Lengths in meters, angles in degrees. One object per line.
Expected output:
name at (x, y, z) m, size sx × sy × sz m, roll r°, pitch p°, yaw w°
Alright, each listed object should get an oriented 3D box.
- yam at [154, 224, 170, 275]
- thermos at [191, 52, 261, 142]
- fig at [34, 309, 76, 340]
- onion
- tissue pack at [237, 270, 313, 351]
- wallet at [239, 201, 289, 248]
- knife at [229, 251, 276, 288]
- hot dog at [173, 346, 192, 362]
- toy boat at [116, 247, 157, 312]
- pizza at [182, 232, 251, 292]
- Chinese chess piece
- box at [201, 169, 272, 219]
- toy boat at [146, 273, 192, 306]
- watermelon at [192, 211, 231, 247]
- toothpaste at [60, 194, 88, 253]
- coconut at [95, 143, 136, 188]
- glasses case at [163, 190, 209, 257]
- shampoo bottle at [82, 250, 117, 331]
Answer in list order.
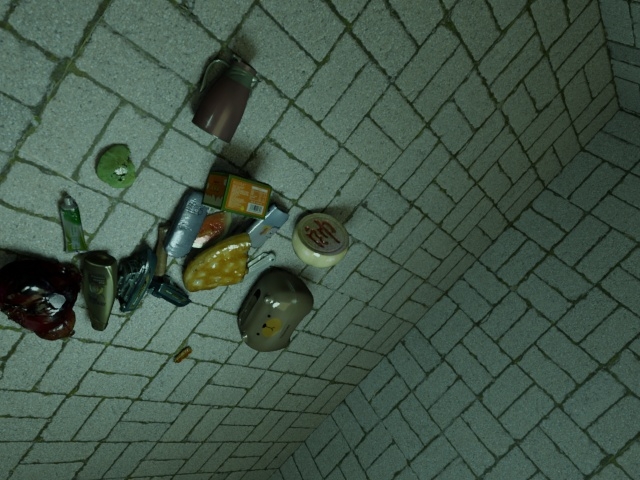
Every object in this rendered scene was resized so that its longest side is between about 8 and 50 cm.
yam at (-0.641, 0.041, 1.736) m, size 0.056 × 0.057 × 0.241 m, roll -2°, pitch 126°, yaw -33°
thermos at (-0.325, -0.489, 1.451) m, size 0.176 × 0.146 × 0.265 m, roll 26°, pitch 101°, yaw -18°
fig at (-1.028, 0.348, 1.679) m, size 0.145 × 0.134 × 0.201 m, roll -8°, pitch 139°, yaw -17°
onion at (-0.996, 0.180, 1.494) m, size 0.280 × 0.221 × 0.282 m, roll -15°, pitch 110°, yaw -47°
tissue pack at (-0.243, 0.349, 2.111) m, size 0.276 × 0.267 × 0.387 m, roll 17°, pitch 116°, yaw -40°
wallet at (-0.248, -0.068, 1.902) m, size 0.231 × 0.069 × 0.170 m, roll -42°, pitch 155°, yaw 9°
knife at (-0.332, 0.136, 2.040) m, size 0.265 × 0.041 × 0.073 m, roll -33°, pitch 126°, yaw -6°
hot dog at (-0.697, 0.579, 2.166) m, size 0.122 × 0.037 × 0.049 m, roll -39°, pitch 149°, yaw 8°
toy boat at (-0.740, 0.148, 1.709) m, size 0.122 × 0.114 × 0.296 m, roll 9°, pitch 120°, yaw -49°
pizza at (-0.429, 0.103, 1.853) m, size 0.408 × 0.114 × 0.277 m, roll -38°, pitch 147°, yaw 26°
Chinese chess piece at (0.000, 0.000, 1.982) m, size 0.269 × 0.270 × 0.112 m, roll -12°, pitch 147°, yaw -26°
box at (-0.321, -0.177, 1.653) m, size 0.194 × 0.177 × 0.148 m, roll 12°, pitch 94°, yaw -40°
toy boat at (-0.642, 0.225, 1.863) m, size 0.246 × 0.092 × 0.103 m, roll 50°, pitch 59°, yaw -53°
watermelon at (-0.469, -0.041, 1.786) m, size 0.244 × 0.063 × 0.119 m, roll -26°, pitch 123°, yaw -13°
toothpaste at (-0.872, -0.050, 1.505) m, size 0.077 × 0.047 × 0.248 m, roll -6°, pitch 131°, yaw -26°
coconut at (-0.694, -0.238, 1.458) m, size 0.133 × 0.055 × 0.158 m, roll -23°, pitch 134°, yaw -19°
glasses case at (-0.527, -0.062, 1.688) m, size 0.109 × 0.067 × 0.283 m, roll 19°, pitch 98°, yaw -47°
shampoo bottle at (-0.867, 0.208, 1.682) m, size 0.125 × 0.084 × 0.351 m, roll 19°, pitch 121°, yaw -1°
